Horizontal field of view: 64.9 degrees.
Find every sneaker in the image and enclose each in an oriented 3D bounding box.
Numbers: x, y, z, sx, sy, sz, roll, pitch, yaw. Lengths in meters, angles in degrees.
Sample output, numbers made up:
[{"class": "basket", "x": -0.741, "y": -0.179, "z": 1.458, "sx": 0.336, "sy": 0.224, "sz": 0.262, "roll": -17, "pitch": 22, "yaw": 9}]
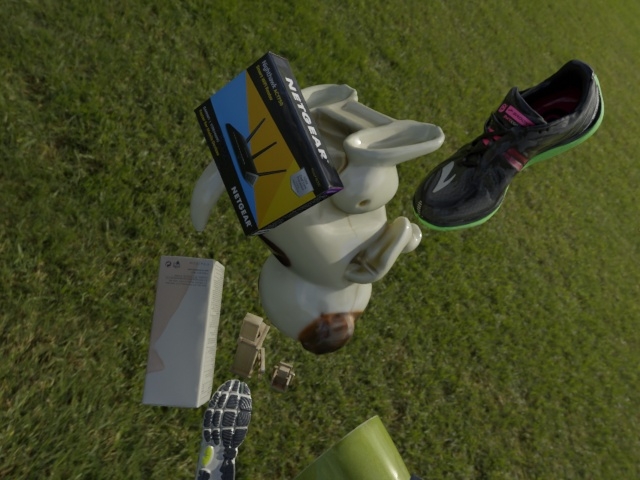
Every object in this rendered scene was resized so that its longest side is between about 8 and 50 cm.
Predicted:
[{"class": "sneaker", "x": -0.238, "y": 0.457, "z": 1.158, "sx": 0.107, "sy": 0.110, "sz": 0.276, "roll": 20, "pitch": 74, "yaw": -18}, {"class": "sneaker", "x": 0.382, "y": -0.210, "z": 1.071, "sx": 0.185, "sy": 0.482, "sz": 0.202, "roll": 49, "pitch": -3, "yaw": 37}]

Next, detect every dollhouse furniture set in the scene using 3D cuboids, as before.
[{"class": "dollhouse furniture set", "x": -0.122, "y": 0.262, "z": 1.261, "sx": 0.160, "sy": 0.182, "sz": 0.101, "roll": 21, "pitch": 31, "yaw": 2}]

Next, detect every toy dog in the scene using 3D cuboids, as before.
[{"class": "toy dog", "x": 0.000, "y": 0.000, "z": 0.852, "sx": 0.284, "sy": 0.408, "sz": 0.395, "roll": 30, "pitch": 45, "yaw": 35}]

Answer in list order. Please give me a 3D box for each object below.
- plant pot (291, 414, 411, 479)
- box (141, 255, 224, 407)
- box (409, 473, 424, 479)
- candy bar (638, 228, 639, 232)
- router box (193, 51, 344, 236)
[{"class": "plant pot", "x": 0.111, "y": 0.596, "z": 1.109, "sx": 0.274, "sy": 0.275, "sz": 0.293, "roll": -17, "pitch": 58, "yaw": -42}, {"class": "box", "x": -0.297, "y": 0.198, "z": 1.115, "sx": 0.121, "sy": 0.148, "sz": 0.311, "roll": 5, "pitch": 79, "yaw": -1}, {"class": "box", "x": 0.142, "y": 0.357, "z": 0.496, "sx": 0.175, "sy": 0.220, "sz": 0.051, "roll": 21, "pitch": 35, "yaw": 24}, {"class": "candy bar", "x": 0.625, "y": 0.002, "z": 0.845, "sx": 0.161, "sy": 0.018, "sz": 0.040, "roll": 9, "pitch": 41, "yaw": 7}, {"class": "router box", "x": -0.066, "y": -0.113, "z": 0.616, "sx": 0.046, "sy": 0.133, "sz": 0.179, "roll": -11, "pitch": 76, "yaw": -61}]
